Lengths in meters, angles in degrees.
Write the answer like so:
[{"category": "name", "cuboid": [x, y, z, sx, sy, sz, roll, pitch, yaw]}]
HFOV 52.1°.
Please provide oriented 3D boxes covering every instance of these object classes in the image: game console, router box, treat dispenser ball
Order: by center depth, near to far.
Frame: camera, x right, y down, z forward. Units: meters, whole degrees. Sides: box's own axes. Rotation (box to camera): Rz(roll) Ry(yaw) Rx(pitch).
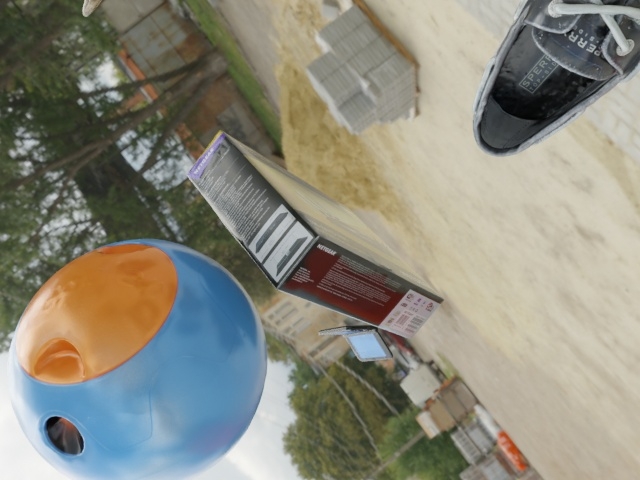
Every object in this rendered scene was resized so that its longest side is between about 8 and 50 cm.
[{"category": "treat dispenser ball", "cuboid": [-0.206, 0.142, 0.764, 0.288, 0.288, 0.288, 52, 179, 1]}, {"category": "router box", "cuboid": [0.000, 0.000, 0.878, 0.309, 0.081, 0.243, 27, -165, -50]}, {"category": "game console", "cuboid": [0.071, 0.212, 1.341, 0.122, 0.107, 0.071, -22, 69, 56]}]

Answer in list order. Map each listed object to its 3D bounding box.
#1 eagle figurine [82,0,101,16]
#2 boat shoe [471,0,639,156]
[{"category": "eagle figurine", "cuboid": [-0.291, -0.475, 0.789, 0.298, 0.226, 0.225, 57, 175, -3]}, {"category": "boat shoe", "cuboid": [0.186, -0.156, 0.438, 0.108, 0.102, 0.301, 33, 154, -1]}]
